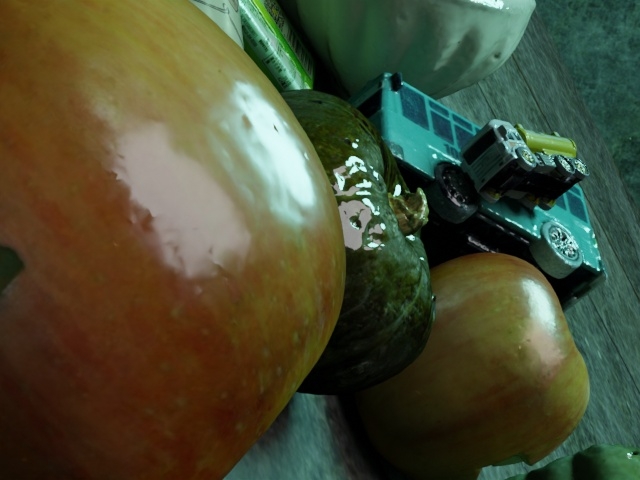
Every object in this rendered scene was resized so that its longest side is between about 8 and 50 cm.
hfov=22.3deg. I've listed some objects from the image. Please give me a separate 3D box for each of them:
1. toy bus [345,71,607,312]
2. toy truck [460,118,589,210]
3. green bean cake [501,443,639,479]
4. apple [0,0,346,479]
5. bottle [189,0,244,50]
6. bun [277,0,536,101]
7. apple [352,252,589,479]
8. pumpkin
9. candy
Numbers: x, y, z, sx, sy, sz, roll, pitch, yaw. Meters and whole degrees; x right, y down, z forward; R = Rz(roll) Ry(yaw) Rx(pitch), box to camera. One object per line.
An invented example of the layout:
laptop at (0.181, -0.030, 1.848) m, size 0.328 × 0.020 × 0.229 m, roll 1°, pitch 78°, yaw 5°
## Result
toy bus at (0.107, -0.028, 1.387) m, size 0.256 × 0.128 × 0.147 m, roll 28°, pitch 37°, yaw -29°
toy truck at (0.166, -0.064, 1.329) m, size 0.123 × 0.052 × 0.062 m, roll 6°, pitch 48°, yaw -48°
green bean cake at (0.199, 0.269, 1.205) m, size 0.222 × 0.227 × 0.125 m, roll 54°, pitch 24°, yaw -29°
apple at (-0.121, 0.000, 0.718) m, size 0.241 × 0.242 × 0.242 m, roll 51°, pitch 22°, yaw -14°
bottle at (-0.106, -0.126, 1.089) m, size 0.209 × 0.110 × 0.097 m, roll -97°, pitch -175°, yaw -50°
bun at (0.057, -0.203, 1.524) m, size 0.263 × 0.175 × 0.263 m, roll 18°, pitch 20°, yaw -7°
apple at (0.116, 0.108, 1.282) m, size 0.199 × 0.199 × 0.199 m, roll 52°, pitch 23°, yaw -33°
pumpkin at (0.000, 0.000, 1.127) m, size 0.224 × 0.157 × 0.223 m, roll -19°, pitch 90°, yaw -80°
candy at (-0.048, -0.179, 1.411) m, size 0.178 × 0.032 × 0.102 m, roll 55°, pitch 25°, yaw -30°
